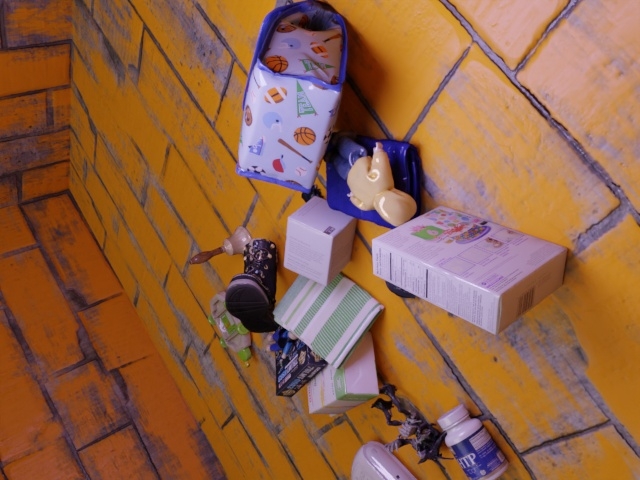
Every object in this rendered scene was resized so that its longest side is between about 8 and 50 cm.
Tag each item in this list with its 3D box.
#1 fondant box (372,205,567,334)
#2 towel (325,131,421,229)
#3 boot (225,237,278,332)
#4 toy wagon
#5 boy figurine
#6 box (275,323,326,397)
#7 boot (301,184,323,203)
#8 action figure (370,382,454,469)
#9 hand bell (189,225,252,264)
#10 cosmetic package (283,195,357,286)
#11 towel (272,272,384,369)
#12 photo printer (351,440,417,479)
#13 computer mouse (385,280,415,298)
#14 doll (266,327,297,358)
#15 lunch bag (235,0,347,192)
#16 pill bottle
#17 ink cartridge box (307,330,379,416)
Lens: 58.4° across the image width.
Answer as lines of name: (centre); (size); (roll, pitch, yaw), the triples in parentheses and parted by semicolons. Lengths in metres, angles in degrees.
fondant box: (0.308, 0.046, 1.220); (0.330, 0.238, 0.096); (27, 132, 44)
towel: (0.135, -0.160, 1.493); (0.308, 0.076, 0.227); (21, 118, 47)
boot: (-0.217, 0.122, 1.906); (0.377, 0.138, 0.284); (70, -163, -59)
toy wagon: (-0.385, 0.398, 2.525); (0.344, 0.068, 0.267); (61, 146, 8)
boy figurine: (0.123, -0.150, 1.373); (0.285, 0.092, 0.177); (49, 137, 28)
box: (-0.077, 0.339, 1.933); (0.295, 0.073, 0.293); (125, 147, -48)
boot: (-0.025, -0.105, 1.759); (0.099, 0.045, 0.121); (51, 136, 18)
action figure: (0.256, 0.565, 1.685); (0.275, 0.141, 0.164); (46, 129, 30)
hand bell: (-0.384, 0.042, 2.159); (0.126, 0.242, 0.126); (31, 133, 40)
cosmetic package: (0.000, 0.000, 1.658); (0.151, 0.151, 0.183); (23, 129, 21)
towel: (0.016, 0.217, 1.763); (0.325, 0.248, 0.038); (32, 174, 41)
photo printer: (0.225, 0.838, 1.913); (0.307, 0.107, 0.256); (39, 137, 36)
computer mouse: (0.259, 0.140, 1.519); (0.242, 0.041, 0.071); (19, 123, 47)
doll: (-0.119, 0.326, 1.887); (0.189, 0.046, 0.129); (-34, 43, 53)
lunch bag: (-0.068, -0.373, 1.419); (0.239, 0.385, 0.328); (16, 136, -6)
pill bottle: (0.394, 0.533, 1.501); (0.186, 0.112, 0.112); (57, 145, 15)
ink cartridge box: (0.046, 0.439, 1.848); (0.353, 0.119, 0.207); (130, 140, -53)
